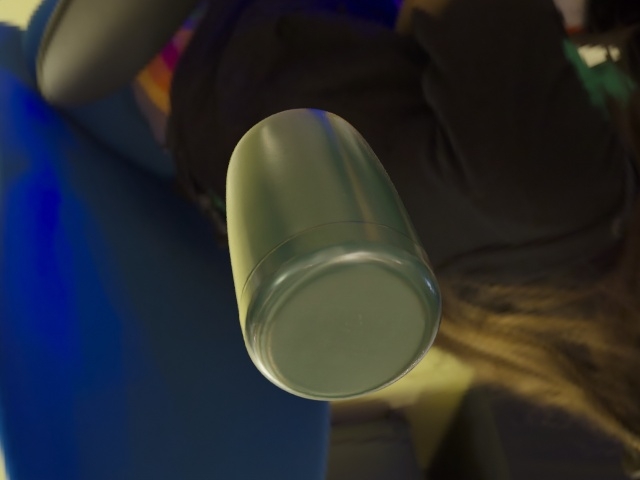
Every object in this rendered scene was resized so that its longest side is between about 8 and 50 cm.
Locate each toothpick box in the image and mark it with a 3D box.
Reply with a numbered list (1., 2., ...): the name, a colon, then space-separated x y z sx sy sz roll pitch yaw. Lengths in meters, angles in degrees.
1. toothpick box: 0.000 0.000 0.954 0.120 0.184 0.120 -6 129 -8
